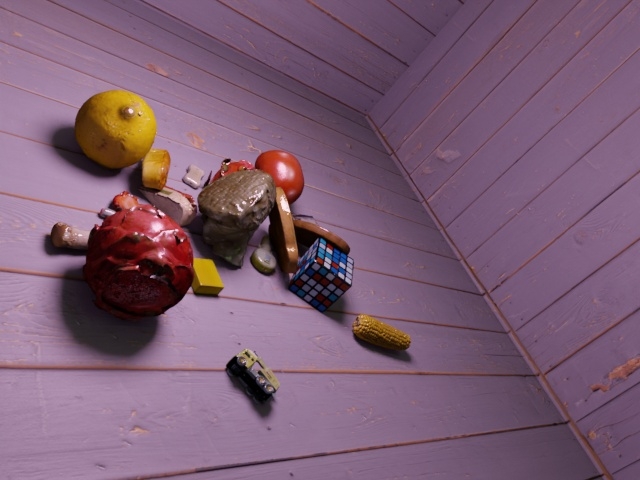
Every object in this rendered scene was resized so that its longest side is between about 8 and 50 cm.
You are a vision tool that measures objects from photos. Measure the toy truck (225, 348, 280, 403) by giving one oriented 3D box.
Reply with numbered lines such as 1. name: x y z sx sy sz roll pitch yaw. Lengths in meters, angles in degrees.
1. toy truck: -0.193 0.402 1.646 0.169 0.077 0.100 45 30 6

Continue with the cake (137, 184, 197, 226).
1. cake: -0.533 -0.155 1.936 0.220 0.116 0.086 48 34 6

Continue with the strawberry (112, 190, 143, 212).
1. strawberry: -0.638 -0.111 1.814 0.104 0.048 0.152 22 20 -23

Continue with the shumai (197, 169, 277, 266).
1. shumai: -0.281 -0.080 2.012 0.330 0.292 0.288 -51 135 -43

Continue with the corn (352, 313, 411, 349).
1. corn: 0.241 0.380 2.229 0.311 0.101 0.101 29 31 -33

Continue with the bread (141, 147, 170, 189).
1. bread: -0.590 -0.259 1.974 0.095 0.101 0.245 4 24 -15

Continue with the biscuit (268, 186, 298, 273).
1. biscuit: -0.149 -0.034 2.149 0.057 0.287 0.343 -10 81 -17

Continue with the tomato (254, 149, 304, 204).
1. tomato: -0.186 -0.269 2.407 0.225 0.255 0.255 -11 46 -5

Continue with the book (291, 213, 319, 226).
1. book: -0.027 -0.029 2.523 0.158 0.026 0.231 1 49 -52

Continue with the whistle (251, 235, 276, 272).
1. whistle: -0.214 0.046 2.136 0.104 0.057 0.198 33 30 -20

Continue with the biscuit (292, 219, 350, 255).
1. biscuit: 0.001 -0.002 2.287 0.273 0.049 0.257 26 -18 16

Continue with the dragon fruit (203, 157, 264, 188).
1. dragon fruit: -0.335 -0.219 2.183 0.224 0.227 0.224 27 27 -15

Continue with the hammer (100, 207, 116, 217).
1. hammer: -0.670 -0.063 1.726 0.053 0.031 0.083 19 46 -33

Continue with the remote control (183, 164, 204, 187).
1. remote control: -0.508 -0.257 2.200 0.074 0.032 0.122 33 29 -18

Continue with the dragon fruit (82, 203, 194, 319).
1. dragon fruit: -0.499 0.057 1.512 0.296 0.296 0.301 9 56 -48

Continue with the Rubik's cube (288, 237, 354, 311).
1. Rubik's cube: 0.006 0.136 2.166 0.184 0.187 0.182 34 30 -13

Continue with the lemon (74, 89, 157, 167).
1. lemon: -0.687 -0.378 1.855 0.258 0.310 0.257 15 65 -35

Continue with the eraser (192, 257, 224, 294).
1. eraser: -0.386 0.118 1.823 0.097 0.045 0.122 11 41 -45

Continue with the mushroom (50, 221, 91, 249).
1. mushroom: -0.678 -0.008 1.597 0.084 0.071 0.209 22 9 36
